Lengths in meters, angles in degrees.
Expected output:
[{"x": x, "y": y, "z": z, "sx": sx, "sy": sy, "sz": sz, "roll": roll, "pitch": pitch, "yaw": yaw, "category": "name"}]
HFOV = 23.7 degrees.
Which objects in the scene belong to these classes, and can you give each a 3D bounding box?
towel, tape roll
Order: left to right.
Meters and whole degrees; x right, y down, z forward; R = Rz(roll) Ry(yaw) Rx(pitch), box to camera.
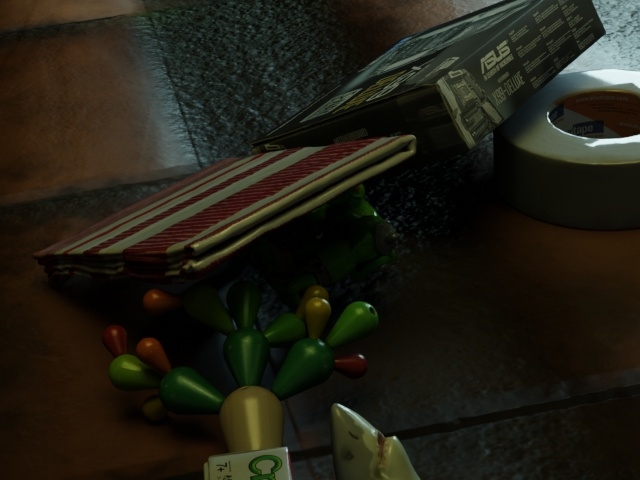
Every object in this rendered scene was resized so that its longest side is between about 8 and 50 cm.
[{"x": -0.090, "y": -0.025, "z": 1.330, "sx": 0.237, "sy": 0.037, "sz": 0.329, "roll": -29, "pitch": 14, "yaw": -28, "category": "towel"}, {"x": 0.279, "y": -0.093, "z": 1.499, "sx": 0.219, "sy": 0.072, "sz": 0.219, "roll": -4, "pitch": 30, "yaw": 2, "category": "tape roll"}]

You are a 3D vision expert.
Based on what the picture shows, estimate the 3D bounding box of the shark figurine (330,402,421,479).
[{"x": 0.051, "y": 0.255, "z": 0.925, "sx": 0.116, "sy": 0.166, "sz": 0.278, "roll": -27, "pitch": 46, "yaw": 11, "category": "shark figurine"}]

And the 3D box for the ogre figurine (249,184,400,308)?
[{"x": 0.000, "y": 0.000, "z": 1.361, "sx": 0.118, "sy": 0.097, "sz": 0.197, "roll": -22, "pitch": -1, "yaw": -6, "category": "ogre figurine"}]

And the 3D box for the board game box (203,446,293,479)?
[{"x": -0.019, "y": 0.273, "z": 0.772, "sx": 0.053, "sy": 0.193, "sz": 0.305, "roll": -7, "pitch": 30, "yaw": -2, "category": "board game box"}]

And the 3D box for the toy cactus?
[{"x": -0.060, "y": 0.112, "z": 1.186, "sx": 0.219, "sy": 0.112, "sz": 0.180, "roll": -5, "pitch": 48, "yaw": -4, "category": "toy cactus"}]

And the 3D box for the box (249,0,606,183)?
[{"x": 0.112, "y": -0.151, "z": 1.528, "sx": 0.242, "sy": 0.076, "sz": 0.307, "roll": -15, "pitch": 17, "yaw": 43, "category": "box"}]
